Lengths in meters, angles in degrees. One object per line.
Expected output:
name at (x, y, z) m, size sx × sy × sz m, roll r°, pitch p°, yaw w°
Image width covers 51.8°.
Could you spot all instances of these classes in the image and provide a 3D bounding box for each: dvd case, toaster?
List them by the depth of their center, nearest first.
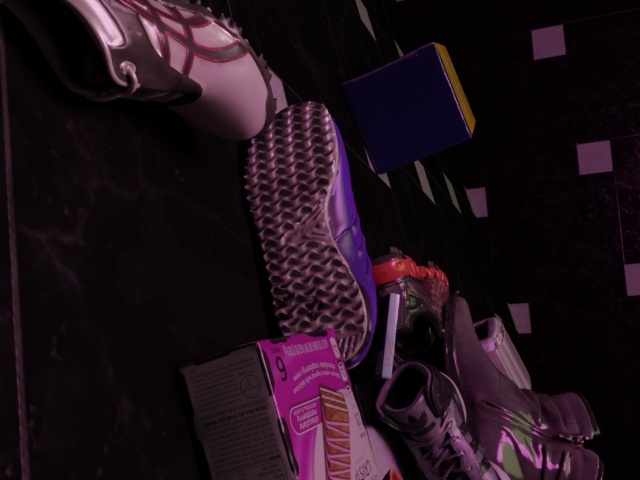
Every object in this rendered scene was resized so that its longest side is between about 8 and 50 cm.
dvd case at (0.057, 0.109, 0.713) m, size 0.119 × 0.013 × 0.087 m, roll 129°, pitch -29°, yaw -70°
toaster at (0.315, 0.244, 1.257) m, size 0.146 × 0.129 × 0.227 m, roll 64°, pitch 18°, yaw -3°

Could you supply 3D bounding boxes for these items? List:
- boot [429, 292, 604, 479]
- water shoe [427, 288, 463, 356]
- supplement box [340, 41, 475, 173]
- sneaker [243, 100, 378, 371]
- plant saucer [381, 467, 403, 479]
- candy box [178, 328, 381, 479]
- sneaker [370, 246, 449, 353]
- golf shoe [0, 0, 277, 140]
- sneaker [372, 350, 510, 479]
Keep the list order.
boot at (0.292, 0.239, 1.020) m, size 0.118 × 0.223 × 0.338 m, roll 95°, pitch -3°, yaw -54°
water shoe at (0.232, 0.167, 1.176) m, size 0.073 × 0.080 × 0.203 m, roll 51°, pitch 26°, yaw -42°
supplement box at (0.198, -0.287, 1.391) m, size 0.195 × 0.194 × 0.356 m, roll 66°, pitch 18°, yaw -8°
sneaker at (-0.001, 0.001, 0.704) m, size 0.146 × 0.102 × 0.293 m, roll 45°, pitch 34°, yaw -64°
plant saucer at (0.105, 0.399, 0.630) m, size 0.259 × 0.048 × 0.258 m, roll 56°, pitch 23°, yaw -32°
candy box at (-0.009, 0.190, 0.500) m, size 0.159 × 0.071 × 0.233 m, roll 10°, pitch 61°, yaw -69°
sneaker at (0.127, 0.096, 0.939) m, size 0.276 × 0.098 × 0.135 m, roll 18°, pitch 53°, yaw -64°
golf shoe at (-0.138, -0.138, 0.491) m, size 0.273 × 0.105 × 0.120 m, roll 39°, pitch 50°, yaw -46°
sneaker at (0.141, 0.251, 0.789) m, size 0.153 × 0.101 × 0.268 m, roll 45°, pitch 16°, yaw -43°
